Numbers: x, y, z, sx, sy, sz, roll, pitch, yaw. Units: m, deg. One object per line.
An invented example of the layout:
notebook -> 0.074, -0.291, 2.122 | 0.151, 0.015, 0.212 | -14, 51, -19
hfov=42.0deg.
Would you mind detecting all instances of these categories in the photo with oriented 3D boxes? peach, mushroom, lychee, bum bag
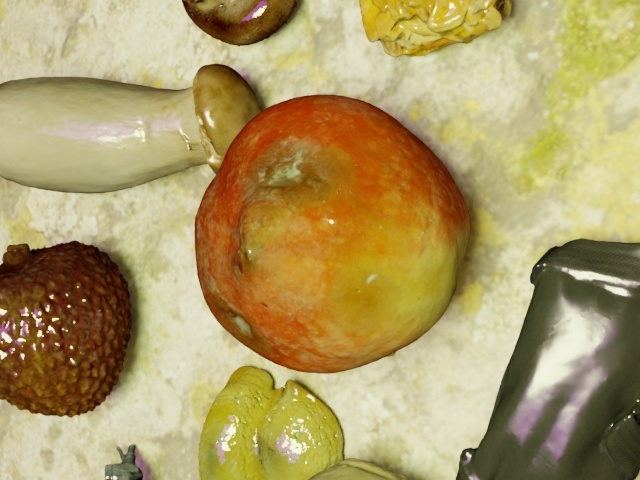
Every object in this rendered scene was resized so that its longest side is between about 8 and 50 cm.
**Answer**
peach -> 0.000, 0.000, 0.672 | 0.232, 0.257, 0.232 | 2, 94, 32
mushroom -> -0.080, -0.245, 0.811 | 0.109, 0.085, 0.126 | -42, 65, -14
lychee -> -0.287, 0.088, 0.882 | 0.194, 0.194, 0.194 | 1, 91, 29
bum bag -> 0.198, 0.135, 0.668 | 0.142, 0.080, 0.326 | 27, 100, 19
mushroom -> -0.224, -0.113, 0.864 | 0.350, 0.128, 0.128 | -2, 90, 22

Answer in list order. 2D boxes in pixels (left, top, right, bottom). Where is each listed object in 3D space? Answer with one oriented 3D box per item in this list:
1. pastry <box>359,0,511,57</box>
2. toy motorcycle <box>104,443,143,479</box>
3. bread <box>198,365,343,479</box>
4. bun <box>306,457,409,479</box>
pastry -> 0.091, -0.286, 0.700 | 0.154, 0.102, 0.250 | -7, 90, 40
toy motorcycle -> -0.164, 0.309, 0.837 | 0.263, 0.091, 0.157 | 2, 95, 52
bread -> -0.057, 0.225, 0.818 | 0.149, 0.065, 0.187 | 12, 95, 23
bun -> 0.046, 0.299, 0.730 | 0.237, 0.116, 0.210 | 8, 99, 41
